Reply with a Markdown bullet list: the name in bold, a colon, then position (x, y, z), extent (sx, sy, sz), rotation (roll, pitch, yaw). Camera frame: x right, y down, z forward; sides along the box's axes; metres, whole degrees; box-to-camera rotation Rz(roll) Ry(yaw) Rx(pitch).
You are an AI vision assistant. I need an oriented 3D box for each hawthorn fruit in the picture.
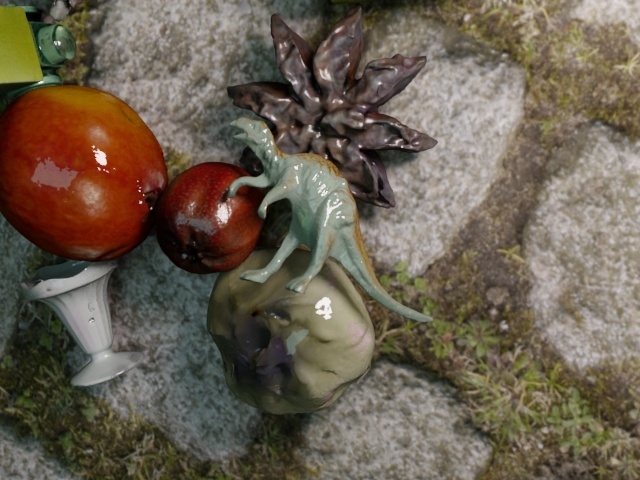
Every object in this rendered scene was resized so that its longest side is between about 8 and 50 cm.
- **hawthorn fruit**: position (-0.160, -0.044, 1.598), extent (0.169, 0.188, 0.169), rotation (13, 137, 13)

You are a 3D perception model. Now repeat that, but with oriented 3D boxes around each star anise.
- **star anise**: position (0.010, -0.182, 1.537), extent (0.332, 0.117, 0.331), rotation (3, 107, 12)

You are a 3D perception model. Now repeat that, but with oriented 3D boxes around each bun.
- **bun**: position (-0.053, 0.138, 1.602), extent (0.273, 0.168, 0.273), rotation (4, 99, 27)

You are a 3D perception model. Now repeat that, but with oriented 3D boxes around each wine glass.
- **wine glass**: position (-0.373, 0.122, 1.716), extent (0.165, 0.165, 0.196), rotation (-17, 102, 21)

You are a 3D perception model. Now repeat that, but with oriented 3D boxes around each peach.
- **peach**: position (-0.361, -0.106, 1.619), extent (0.281, 0.238, 0.281), rotation (2, 67, -4)

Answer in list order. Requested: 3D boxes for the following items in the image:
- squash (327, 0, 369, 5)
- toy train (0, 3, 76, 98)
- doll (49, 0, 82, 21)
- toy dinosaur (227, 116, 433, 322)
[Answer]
- **squash**: position (0.126, -0.395, 1.448), extent (0.247, 0.132, 0.132), rotation (-1, 101, 13)
- **toy train**: position (-0.587, -0.263, 1.653), extent (0.397, 0.253, 0.160), rotation (-13, 96, 20)
- **doll**: position (-0.398, -0.441, 1.635), extent (0.149, 0.095, 0.192), rotation (-38, 85, 19)
- **toy dinosaur**: position (0.000, 0.000, 1.483), extent (0.393, 0.092, 0.205), rotation (32, 80, 1)
